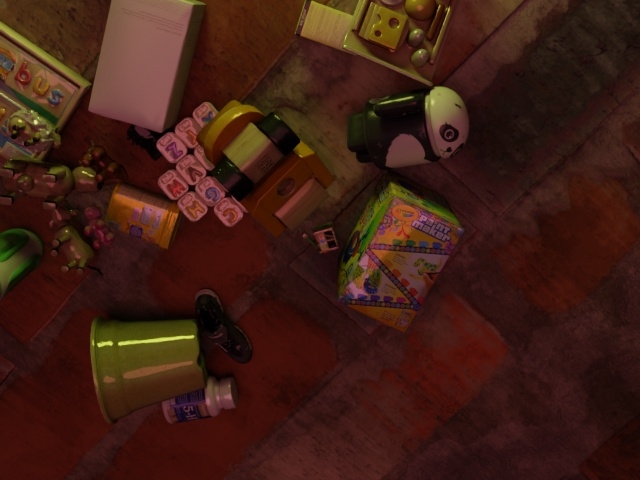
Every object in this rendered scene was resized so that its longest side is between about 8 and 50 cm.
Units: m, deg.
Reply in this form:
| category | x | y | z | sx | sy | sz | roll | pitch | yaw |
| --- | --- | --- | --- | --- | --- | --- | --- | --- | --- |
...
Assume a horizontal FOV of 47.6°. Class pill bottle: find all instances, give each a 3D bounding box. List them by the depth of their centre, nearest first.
| category | x | y | z | sx | sy | sz | roll | pitch | yaw |
| --- | --- | --- | --- | --- | --- | --- | --- | --- | --- |
| pill bottle | -0.322 | 0.424 | 1.954 | 0.187 | 0.112 | 0.112 | -11 | 108 | 4 |

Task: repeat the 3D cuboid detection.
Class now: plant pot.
| category | x | y | z | sx | sy | sz | roll | pitch | yaw |
| --- | --- | --- | --- | --- | --- | --- | --- | --- | --- |
| plant pot | -0.426 | 0.308 | 1.855 | 0.254 | 0.276 | 0.276 | -10 | 108 | -7 |

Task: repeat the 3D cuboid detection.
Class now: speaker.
| category | x | y | z | sx | sy | sz | roll | pitch | yaw |
| --- | --- | --- | --- | --- | --- | --- | --- | --- | --- |
| speaker | -0.772 | 0.064 | 1.744 | 0.131 | 0.296 | 0.131 | 0 | 108 | 1 |

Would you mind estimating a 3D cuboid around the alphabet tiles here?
| category | x | y | z | sx | sy | sz | roll | pitch | yaw |
| --- | --- | --- | --- | --- | --- | --- | --- | --- | --- |
| alphabet tiles | -0.249 | -0.182 | 1.770 | 0.284 | 0.021 | 0.278 | -40 | 106 | -2 |

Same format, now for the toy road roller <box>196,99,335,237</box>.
| category | x | y | z | sx | sy | sz | roll | pitch | yaw |
| --- | --- | --- | --- | --- | --- | --- | --- | --- | --- |
| toy road roller | -0.143 | -0.186 | 1.703 | 0.202 | 0.240 | 0.329 | -45 | 143 | -1 |

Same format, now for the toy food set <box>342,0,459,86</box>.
| category | x | y | z | sx | sy | sz | roll | pitch | yaw |
| --- | --- | --- | --- | --- | --- | --- | --- | --- | --- |
| toy food set | 0.199 | -0.521 | 1.613 | 0.220 | 0.092 | 0.306 | 21 | 85 | -7 |

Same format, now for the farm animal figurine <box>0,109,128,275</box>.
| category | x | y | z | sx | sy | sz | roll | pitch | yaw |
| --- | --- | --- | --- | --- | --- | --- | --- | --- | --- |
| farm animal figurine | -0.617 | -0.113 | 1.735 | 0.327 | 0.172 | 0.330 | 24 | 108 | -11 |

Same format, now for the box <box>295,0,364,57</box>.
| category | x | y | z | sx | sy | sz | roll | pitch | yaw |
| --- | --- | --- | --- | --- | --- | --- | --- | --- | --- |
| box | 0.063 | -0.481 | 1.684 | 0.232 | 0.058 | 0.087 | 17 | 107 | -4 |

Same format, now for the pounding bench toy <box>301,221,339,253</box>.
| category | x | y | z | sx | sy | sz | roll | pitch | yaw |
| --- | --- | --- | --- | --- | --- | --- | --- | --- | --- |
| pounding bench toy | 0.000 | 0.000 | 1.844 | 0.083 | 0.052 | 0.065 | -16 | 108 | 6 |

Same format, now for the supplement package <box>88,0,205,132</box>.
| category | x | y | z | sx | sy | sz | roll | pitch | yaw |
| --- | --- | --- | --- | --- | --- | --- | --- | --- | --- |
| supplement package | -0.391 | -0.418 | 1.646 | 0.175 | 0.177 | 0.292 | 16 | 107 | -5 |

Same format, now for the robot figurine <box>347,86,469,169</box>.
| category | x | y | z | sx | sy | sz | roll | pitch | yaw |
| --- | --- | --- | --- | --- | --- | --- | --- | --- | --- |
| robot figurine | 0.202 | -0.255 | 1.676 | 0.278 | 0.209 | 0.173 | -8 | 104 | 22 |

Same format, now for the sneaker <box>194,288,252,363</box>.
| category | x | y | z | sx | sy | sz | roll | pitch | yaw |
| --- | --- | --- | --- | --- | --- | --- | --- | --- | --- |
| sneaker | -0.260 | 0.242 | 1.897 | 0.078 | 0.106 | 0.234 | -29 | 106 | 10 |

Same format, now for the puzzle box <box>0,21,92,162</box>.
| category | x | y | z | sx | sy | sz | roll | pitch | yaw |
| --- | --- | --- | --- | --- | --- | --- | --- | --- | --- |
| puzzle box | -0.790 | -0.379 | 1.729 | 0.409 | 0.052 | 0.272 | 34 | 105 | -10 |

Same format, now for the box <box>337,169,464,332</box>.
| category | x | y | z | sx | sy | sz | roll | pitch | yaw |
| --- | --- | --- | --- | --- | --- | --- | --- | --- | --- |
| box | 0.178 | 0.014 | 1.722 | 0.177 | 0.290 | 0.279 | 26 | 106 | -7 |

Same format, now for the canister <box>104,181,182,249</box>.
| category | x | y | z | sx | sy | sz | roll | pitch | yaw |
| --- | --- | --- | --- | --- | --- | --- | --- | --- | --- |
| canister | -0.441 | -0.064 | 1.817 | 0.170 | 0.073 | 0.126 | 20 | 106 | -4 |

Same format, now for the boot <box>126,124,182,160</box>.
| category | x | y | z | sx | sy | sz | roll | pitch | yaw |
| --- | --- | --- | --- | --- | --- | --- | --- | --- | --- |
| boot | -0.404 | -0.264 | 1.769 | 0.121 | 0.045 | 0.099 | -42 | 100 | 13 |
